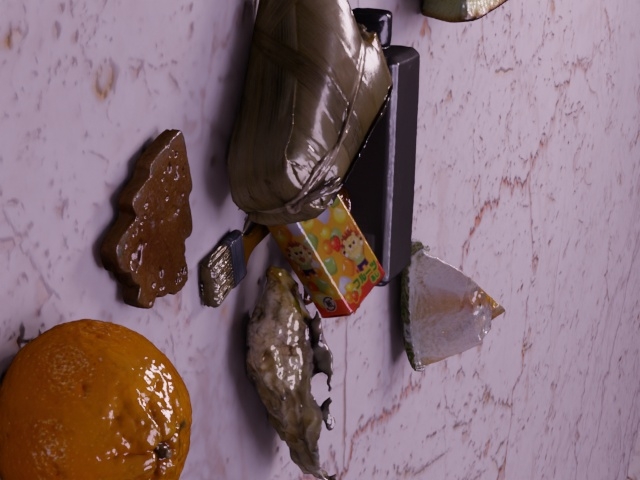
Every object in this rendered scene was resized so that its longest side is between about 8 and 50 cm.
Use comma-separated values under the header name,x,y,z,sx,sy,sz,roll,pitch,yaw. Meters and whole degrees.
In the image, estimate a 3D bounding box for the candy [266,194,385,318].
name,x,y,z,sx,sy,sz,roll,pitch,yaw
candy,0.000,0.000,1.310,0.062,0.038,0.122,-46,113,-41

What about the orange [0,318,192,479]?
name,x,y,z,sx,sy,sz,roll,pitch,yaw
orange,-0.137,0.118,0.974,0.135,0.117,0.136,15,90,-72

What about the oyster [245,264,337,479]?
name,x,y,z,sx,sy,sz,roll,pitch,yaw
oyster,-0.027,0.127,1.345,0.209,0.072,0.133,91,-9,-59

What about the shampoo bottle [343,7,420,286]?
name,x,y,z,sx,sy,sz,roll,pitch,yaw
shampoo bottle,0.041,-0.086,1.423,0.079,0.080,0.246,-36,131,-65

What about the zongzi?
name,x,y,z,sx,sy,sz,roll,pitch,yaw
zongzi,-0.026,-0.130,1.219,0.197,0.099,0.194,65,37,-38

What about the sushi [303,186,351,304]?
name,x,y,z,sx,sy,sz,roll,pitch,yaw
sushi,-0.004,-0.003,1.378,0.060,0.061,0.118,0,79,-28

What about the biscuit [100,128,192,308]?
name,x,y,z,sx,sy,sz,roll,pitch,yaw
biscuit,-0.118,-0.016,1.111,0.119,0.019,0.130,36,64,-67

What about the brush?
name,x,y,z,sx,sy,sz,roll,pitch,yaw
brush,-0.058,0.001,1.288,0.170,0.014,0.043,-51,141,-57

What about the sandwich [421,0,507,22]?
name,x,y,z,sx,sy,sz,roll,pitch,yaw
sandwich,0.157,-0.290,1.658,0.244,0.088,0.090,-37,122,-57

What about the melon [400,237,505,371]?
name,x,y,z,sx,sy,sz,roll,pitch,yaw
melon,0.131,0.079,1.713,0.202,0.093,0.139,43,65,-60
